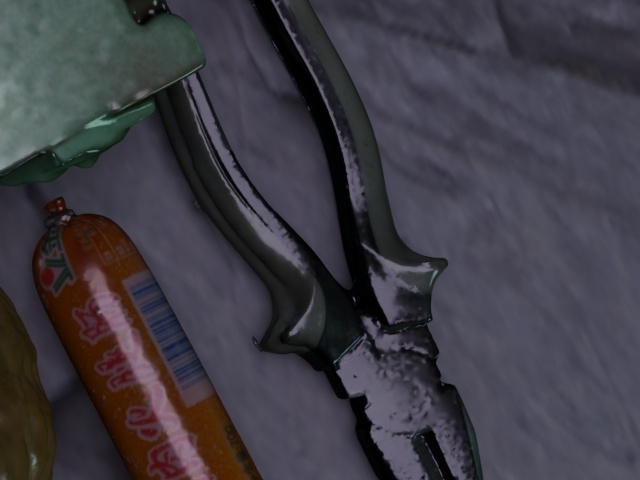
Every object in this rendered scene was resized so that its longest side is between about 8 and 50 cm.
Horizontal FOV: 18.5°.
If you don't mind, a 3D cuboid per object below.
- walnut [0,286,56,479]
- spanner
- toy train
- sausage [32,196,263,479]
[{"bbox_3d":[-0.196,0.061,0.811,0.155,0.155,0.184,-26,88,-13],"label":"walnut"},{"bbox_3d":[0.000,0.000,0.910,0.095,0.040,0.325,-26,90,-13],"label":"spanner"},{"bbox_3d":[-0.173,-0.177,0.817,0.129,0.159,0.326,-31,102,-21],"label":"toy train"},{"bbox_3d":[-0.040,0.136,0.882,0.053,0.053,0.348,-28,91,-13],"label":"sausage"}]
